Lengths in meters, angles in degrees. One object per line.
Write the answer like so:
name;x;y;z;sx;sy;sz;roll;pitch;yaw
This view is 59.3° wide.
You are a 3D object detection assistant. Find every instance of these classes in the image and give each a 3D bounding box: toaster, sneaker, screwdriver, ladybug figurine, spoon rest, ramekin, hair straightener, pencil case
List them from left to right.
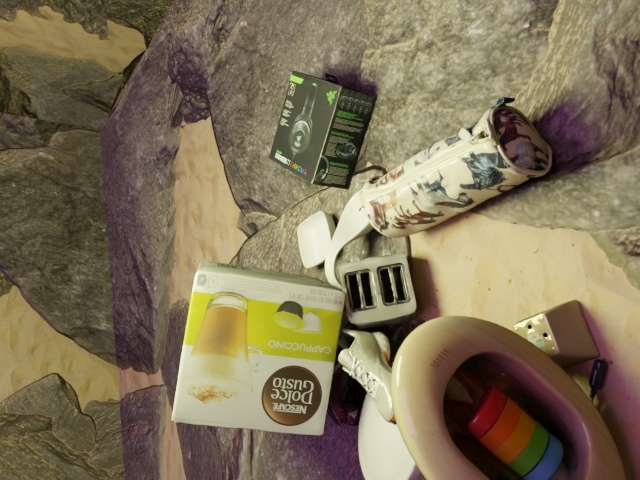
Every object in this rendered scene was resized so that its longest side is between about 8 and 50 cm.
spoon rest;0.079;-0.009;1.439;0.137;0.084;0.277;7;77;57
sneaker;0.087;0.384;1.438;0.281;0.106;0.163;-44;60;52
sneaker;0.099;0.283;1.194;0.262;0.121;0.099;-114;45;-62
hair straightener;0.125;0.242;1.394;0.230;0.089;0.047;-24;78;41
toaster;0.133;0.123;1.321;0.168;0.110;0.186;-10;73;5
ramekin;0.197;0.405;1.202;0.273;0.127;0.273;-164;90;-71
pencil case;0.256;-0.133;1.179;0.410;0.183;0.160;-28;49;49
ladybug figurine;0.295;0.324;0.930;0.449;0.305;0.162;45;155;6
screwdriver;0.474;0.290;0.993;0.025;0.024;0.170;16;103;22

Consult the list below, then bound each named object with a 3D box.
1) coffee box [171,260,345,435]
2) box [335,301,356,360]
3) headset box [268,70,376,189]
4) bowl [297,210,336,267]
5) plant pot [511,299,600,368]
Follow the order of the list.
coffee box;-0.158;0.246;1.371;0.338;0.337;0.335;-170;90;-79
box;0.042;0.254;1.519;0.324;0.063;0.067;-58;41;32
headset box;0.002;-0.320;1.570;0.246;0.131;0.283;37;115;47
bowl;0.000;0.000;1.607;0.142;0.053;0.142;-32;62;47
plant pot;0.413;0.176;1.018;0.109;0.096;0.109;-37;58;44
